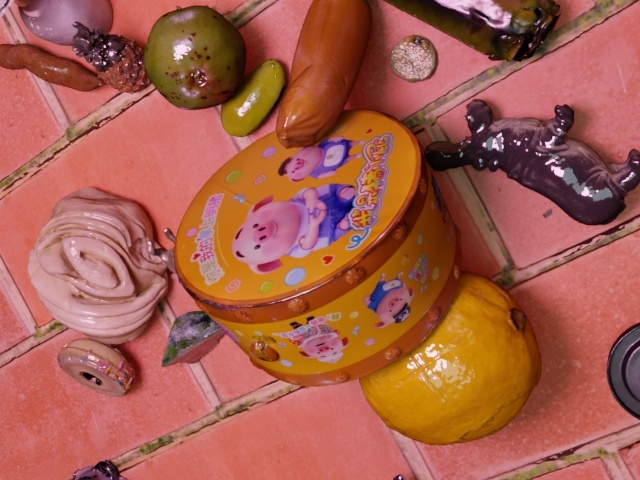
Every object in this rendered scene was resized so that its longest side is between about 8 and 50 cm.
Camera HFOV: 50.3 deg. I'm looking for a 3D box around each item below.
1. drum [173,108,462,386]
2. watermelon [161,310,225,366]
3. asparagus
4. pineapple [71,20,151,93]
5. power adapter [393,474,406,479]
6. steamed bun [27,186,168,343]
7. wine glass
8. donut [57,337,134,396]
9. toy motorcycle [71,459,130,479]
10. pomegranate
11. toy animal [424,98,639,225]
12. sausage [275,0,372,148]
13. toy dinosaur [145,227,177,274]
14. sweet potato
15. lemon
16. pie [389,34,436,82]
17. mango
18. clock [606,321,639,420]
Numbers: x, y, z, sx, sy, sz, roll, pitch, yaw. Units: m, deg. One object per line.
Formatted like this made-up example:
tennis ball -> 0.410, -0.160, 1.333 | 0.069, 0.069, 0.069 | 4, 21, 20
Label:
drum -> 0.000, 0.000, 1.076 | 0.431, 0.431, 0.214 | -16, 131, 20
watermelon -> -0.250, 0.190, 1.400 | 0.155, 0.080, 0.101 | -33, 53, 22
asparagus -> 0.196, -0.409, 1.117 | 0.382, 0.128, 0.108 | 31, 62, 12
pineapple -> -0.393, -0.345, 1.275 | 0.108, 0.198, 0.108 | -2, 83, 13
power adapter -> 0.185, 0.557, 1.244 | 0.124, 0.187, 0.255 | -22, 91, 19
steamed bun -> -0.456, 0.061, 1.358 | 0.276, 0.203, 0.289 | 18, 105, 14
wine glass -> -0.506, -0.431, 1.232 | 0.144, 0.321, 0.143 | 1, 95, 15
donut -> -0.469, 0.265, 1.438 | 0.175, 0.068, 0.174 | 15, 145, 11
toy motorcycle -> -0.449, 0.595, 1.510 | 0.263, 0.091, 0.157 | 23, 113, 15
pomegranate -> -0.220, -0.338, 1.215 | 0.182, 0.224, 0.181 | -2, 131, -2
toy animal -> 0.348, -0.148, 1.119 | 0.343, 0.106, 0.168 | 24, 113, 19
sausage -> 0.004, -0.272, 1.094 | 0.116, 0.353, 0.134 | 24, 145, -11
toy dinosaur -> -0.230, 0.053, 1.256 | 0.162, 0.294, 0.077 | 43, 96, 17
sweet potato -> -0.542, -0.351, 1.391 | 0.281, 0.067, 0.059 | 19, 61, 14
lemon -> 0.208, 0.195, 1.128 | 0.297, 0.297, 0.297 | 3, 100, 17
pie -> 0.164, -0.316, 1.193 | 0.085, 0.017, 0.085 | 3, 99, 16
mango -> -0.128, -0.265, 1.266 | 0.091, 0.074, 0.165 | 40, 109, 9
clock -> 0.575, 0.218, 1.139 | 0.185, 0.040, 0.184 | 3, 100, 18
